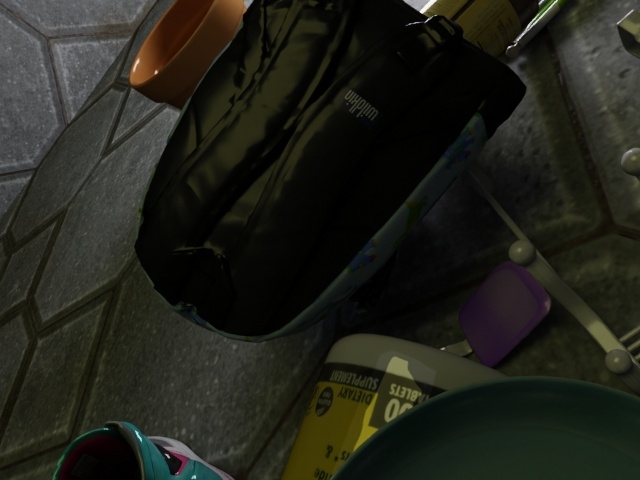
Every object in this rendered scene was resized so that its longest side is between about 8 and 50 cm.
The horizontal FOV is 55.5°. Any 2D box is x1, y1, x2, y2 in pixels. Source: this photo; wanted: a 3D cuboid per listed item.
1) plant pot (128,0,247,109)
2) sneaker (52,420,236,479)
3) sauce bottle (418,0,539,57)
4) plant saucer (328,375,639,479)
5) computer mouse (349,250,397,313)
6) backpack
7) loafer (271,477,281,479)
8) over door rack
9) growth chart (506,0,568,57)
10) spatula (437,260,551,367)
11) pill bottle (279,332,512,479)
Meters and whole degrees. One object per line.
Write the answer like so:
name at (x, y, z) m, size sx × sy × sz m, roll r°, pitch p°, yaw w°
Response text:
plant pot at (-0.223, -0.371, 1.256) m, size 0.291 × 0.203 × 0.290 m, roll -30°, pitch 41°, yaw 30°
sneaker at (-0.243, 0.288, 0.740) m, size 0.296 × 0.178 × 0.123 m, roll -5°, pitch 57°, yaw 47°
sauce bottle at (0.108, -0.194, 0.754) m, size 0.344 × 0.111 × 0.111 m, roll -43°, pitch 36°, yaw 6°
plant saucer at (0.126, 0.236, 0.325) m, size 0.043 × 0.318 × 0.317 m, roll 99°, pitch -168°, yaw -69°
computer mouse at (0.000, 0.000, 0.811) m, size 0.272 × 0.072 × 0.188 m, roll 4°, pitch 61°, yaw 37°
backpack at (-0.022, -0.060, 0.627) m, size 0.355 × 0.290 × 0.273 m, roll -55°, pitch -9°, yaw -10°
loafer at (-0.059, 0.364, 0.522) m, size 0.112 × 0.111 × 0.319 m, roll -26°, pitch 43°, yaw 37°
over door rack at (0.261, -0.065, 0.526) m, size 0.239 × 0.108 × 0.324 m, roll -41°, pitch 37°, yaw 16°
growth chart at (0.243, -0.322, 0.839) m, size 0.172 × 0.021 × 0.237 m, roll -49°, pitch 35°, yaw 8°
spatula at (0.099, 0.131, 0.610) m, size 0.296 × 0.030 × 0.084 m, roll -41°, pitch 36°, yaw 17°
pill bottle at (0.040, 0.253, 0.437) m, size 0.188 × 0.188 × 0.333 m, roll -2°, pitch 60°, yaw 48°
